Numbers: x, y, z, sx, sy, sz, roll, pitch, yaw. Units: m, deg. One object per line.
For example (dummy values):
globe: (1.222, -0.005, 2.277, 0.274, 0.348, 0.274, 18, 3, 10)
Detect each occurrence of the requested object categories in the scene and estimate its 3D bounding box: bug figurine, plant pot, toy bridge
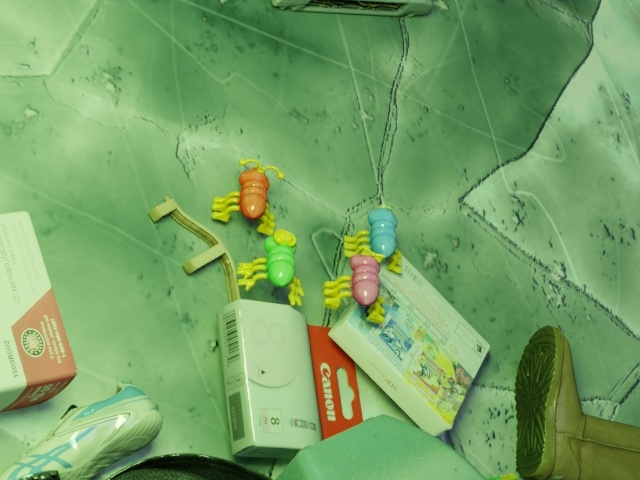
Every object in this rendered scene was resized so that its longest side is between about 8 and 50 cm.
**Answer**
bug figurine: (0.000, 0.000, 1.914, 0.279, 0.072, 0.216, 16, 41, -19)
plant pot: (0.062, 0.359, 1.739, 0.248, 0.247, 0.252, -18, 65, -40)
toy bridge: (-0.148, 0.022, 1.878, 0.063, 0.026, 0.188, -31, 88, -43)

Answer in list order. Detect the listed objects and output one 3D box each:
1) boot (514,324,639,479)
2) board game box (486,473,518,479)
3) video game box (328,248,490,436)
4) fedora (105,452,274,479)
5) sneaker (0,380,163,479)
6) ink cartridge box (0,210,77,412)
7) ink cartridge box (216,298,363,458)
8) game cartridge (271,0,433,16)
boot: (0.409, 0.268, 2.124, 0.270, 0.089, 0.236, 18, 72, -27)
board game box: (0.249, 0.447, 1.952, 0.124, 0.039, 0.259, -4, 74, -37)
video game box: (0.125, 0.137, 1.988, 0.205, 0.048, 0.187, 46, 38, -8)
fedora: (-0.143, 0.349, 1.547, 0.334, 0.152, 0.334, -3, 58, 5)
sneaker: (-0.288, 0.240, 1.651, 0.237, 0.085, 0.086, -30, 53, -35)
ink cartridge box: (-0.434, 0.095, 1.578, 0.283, 0.117, 0.207, -10, 75, -38)
ink cartridge box: (-0.021, 0.180, 1.857, 0.232, 0.066, 0.189, 8, 65, -37)
game cartridge: (0.029, -0.438, 2.211, 0.294, 0.060, 0.196, -4, 67, -37)
